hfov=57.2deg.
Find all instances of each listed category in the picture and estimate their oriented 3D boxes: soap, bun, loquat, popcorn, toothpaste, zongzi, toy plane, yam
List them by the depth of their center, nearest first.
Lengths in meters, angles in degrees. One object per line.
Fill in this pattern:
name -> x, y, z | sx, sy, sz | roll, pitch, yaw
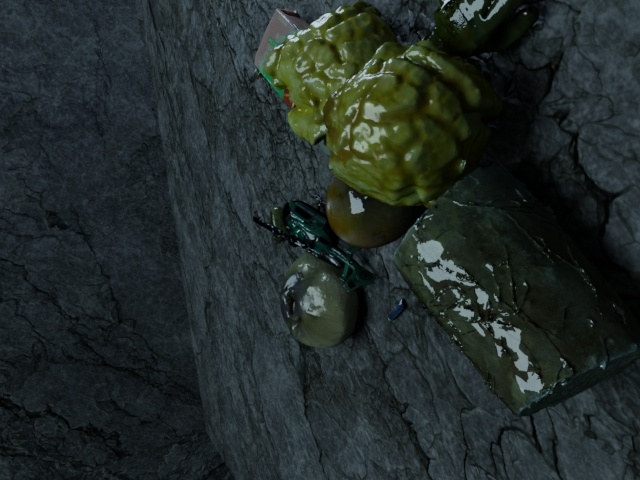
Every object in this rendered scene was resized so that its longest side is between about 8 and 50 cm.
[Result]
yam -> 0.274, 0.068, 0.846 | 0.348, 0.241, 0.241 | 57, 148, 31
popcorn -> 0.138, -0.178, 0.906 | 0.247, 0.282, 0.282 | 35, 143, 9
popcorn -> 0.038, -0.311, 1.139 | 0.237, 0.293, 0.293 | 58, 155, -5
loquat -> 0.102, -0.072, 1.207 | 0.227, 0.179, 0.179 | 179, 80, -68
toothpaste -> 0.173, 0.161, 1.339 | 0.083, 0.019, 0.027 | 116, 160, -52
soap -> -0.058, -0.430, 1.427 | 0.273, 0.098, 0.218 | 56, 132, 40
toy plane -> 0.000, 0.000, 1.483 | 0.381, 0.155, 0.106 | 38, 136, 30
bun -> -0.012, 0.164, 1.555 | 0.273, 0.168, 0.273 | 27, 122, 55
zongzi -> -0.137, -0.051, 1.858 | 0.119, 0.055, 0.109 | 138, 120, -74

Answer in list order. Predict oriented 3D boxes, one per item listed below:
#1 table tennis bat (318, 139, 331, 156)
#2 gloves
table tennis bat -> 0.003, -0.342, 1.466 | 0.301, 0.022, 0.173 | 64, 149, 24
gloves -> 0.238, -0.338, 0.889 | 0.135, 0.107, 0.268 | 45, 150, -4
